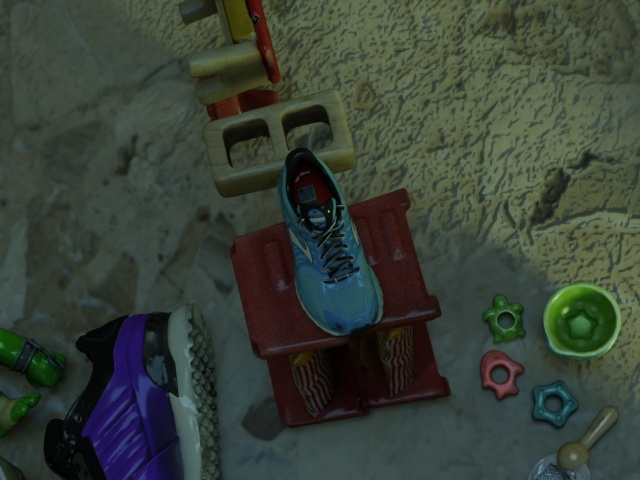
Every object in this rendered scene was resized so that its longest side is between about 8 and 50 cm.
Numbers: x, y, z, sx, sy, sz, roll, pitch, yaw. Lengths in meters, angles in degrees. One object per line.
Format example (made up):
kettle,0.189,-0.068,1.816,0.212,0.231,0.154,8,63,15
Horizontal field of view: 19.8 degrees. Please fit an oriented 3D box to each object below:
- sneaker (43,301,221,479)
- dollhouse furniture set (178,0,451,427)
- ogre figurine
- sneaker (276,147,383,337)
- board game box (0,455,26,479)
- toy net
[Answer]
sneaker,-0.164,0.203,1.579,0.146,0.102,0.293,-6,69,7
dollhouse furniture set,-0.009,-0.048,1.589,0.152,0.201,0.374,-14,67,0
ogre figurine,-0.331,0.143,1.609,0.118,0.097,0.197,45,97,-4
sneaker,0.000,0.000,1.421,0.063,0.073,0.162,-21,68,-3
board game box,-0.245,0.260,1.560,0.026,0.103,0.154,-27,74,-4
toy net,0.201,0.154,1.588,0.122,0.045,0.232,-2,74,3
